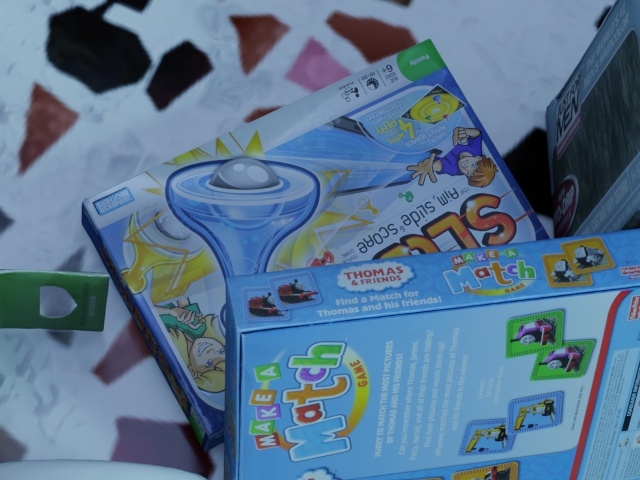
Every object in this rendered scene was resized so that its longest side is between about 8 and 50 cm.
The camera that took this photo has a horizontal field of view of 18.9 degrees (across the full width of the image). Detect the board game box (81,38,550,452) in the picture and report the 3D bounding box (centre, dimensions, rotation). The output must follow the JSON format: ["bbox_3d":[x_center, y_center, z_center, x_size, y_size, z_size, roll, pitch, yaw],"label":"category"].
[{"bbox_3d":[0.000,0.000,0.961,0.201,0.035,0.136,-27,77,-15],"label":"board game box"}]

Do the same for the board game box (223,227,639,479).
[{"bbox_3d":[0.062,0.069,0.881,0.211,0.160,0.039,-7,48,-10],"label":"board game box"}]

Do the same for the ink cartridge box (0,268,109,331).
[{"bbox_3d":[-0.204,0.053,0.879,0.209,0.109,0.062,2,72,-7],"label":"ink cartridge box"}]

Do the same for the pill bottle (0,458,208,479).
[{"bbox_3d":[-0.107,0.218,0.824,0.131,0.131,0.229,1,71,-7],"label":"pill bottle"}]

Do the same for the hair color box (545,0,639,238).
[{"bbox_3d":[0.314,-0.048,0.936,0.374,0.185,0.114,0,72,-7],"label":"hair color box"}]
